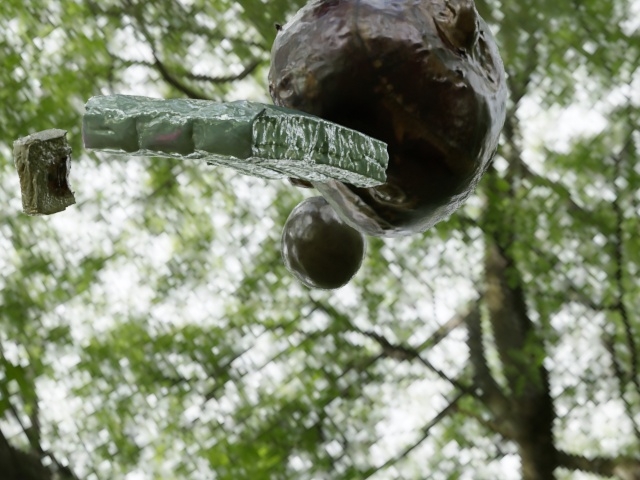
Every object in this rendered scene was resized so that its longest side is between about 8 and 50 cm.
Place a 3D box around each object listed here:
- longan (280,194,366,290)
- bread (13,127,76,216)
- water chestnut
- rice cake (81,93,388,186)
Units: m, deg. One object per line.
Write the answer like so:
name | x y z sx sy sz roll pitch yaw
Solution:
longan | 0.000 0.000 1.667 0.106 0.119 0.106 -11 -62 -20
bread | -0.277 -0.068 1.483 0.070 0.035 0.083 -22 -68 -60
water chestnut | 0.047 -0.108 1.264 0.238 0.224 0.223 -22 -36 26
rice cake | -0.050 -0.065 0.966 0.237 0.127 0.043 7 -92 -69
